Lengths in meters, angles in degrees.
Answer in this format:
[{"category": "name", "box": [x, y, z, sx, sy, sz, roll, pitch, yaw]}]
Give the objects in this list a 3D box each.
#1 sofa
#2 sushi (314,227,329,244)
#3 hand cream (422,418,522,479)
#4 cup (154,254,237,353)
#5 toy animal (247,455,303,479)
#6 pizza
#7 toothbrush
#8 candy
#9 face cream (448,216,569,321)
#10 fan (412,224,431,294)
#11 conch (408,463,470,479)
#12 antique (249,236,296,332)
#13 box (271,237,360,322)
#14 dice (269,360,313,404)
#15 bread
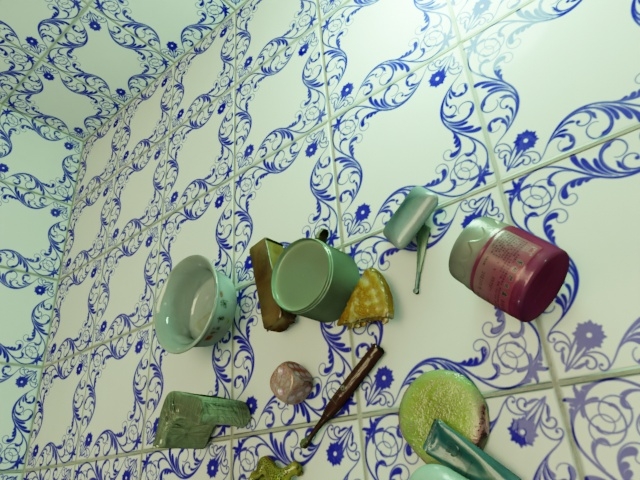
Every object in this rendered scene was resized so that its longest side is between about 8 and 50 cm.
[{"category": "sofa", "box": [-0.368, 0.573, 1.496, 0.225, 0.210, 0.176, -6, 67, 39]}, {"category": "sushi", "box": [0.000, 0.000, 1.542, 0.083, 0.044, 0.046, -64, 24, -2]}, {"category": "hand cream", "box": [0.326, 0.471, 1.019, 0.224, 0.048, 0.083, 23, 96, 35]}, {"category": "cup", "box": [-0.423, 0.238, 1.716, 0.347, 0.163, 0.347, -17, 62, 35]}, {"category": "toy animal", "box": [-0.139, 0.662, 1.363, 0.181, 0.073, 0.136, 6, 68, 55]}, {"category": "pizza", "box": [0.124, 0.186, 1.335, 0.199, 0.062, 0.188, -43, 37, 27]}, {"category": "toothbrush", "box": [0.053, 0.426, 1.305, 0.364, 0.041, 0.041, -54, 47, 10]}, {"category": "candy", "box": [0.244, -0.064, 1.311, 0.174, 0.071, 0.138, -55, 16, 8]}, {"category": "face cream", "box": [0.408, 0.058, 1.057, 0.195, 0.175, 0.175, 35, 96, 43]}, {"category": "fan", "box": [0.269, 0.050, 1.292, 0.038, 0.016, 0.193, -3, 70, 38]}, {"category": "conch", "box": [0.272, 0.569, 0.999, 0.221, 0.121, 0.185, -5, 111, 46]}, {"category": "antique", "box": [-0.151, 0.144, 1.565, 0.087, 0.093, 0.310, -34, 53, 26]}, {"category": "box", "box": [-0.016, 0.117, 1.421, 0.226, 0.149, 0.226, -18, 60, 35]}, {"category": "dice", "box": [-0.084, 0.412, 1.393, 0.094, 0.093, 0.091, 39, 99, 42]}, {"category": "bread", "box": [0.278, 0.414, 1.117, 0.228, 0.033, 0.229, -16, 63, 34]}]
